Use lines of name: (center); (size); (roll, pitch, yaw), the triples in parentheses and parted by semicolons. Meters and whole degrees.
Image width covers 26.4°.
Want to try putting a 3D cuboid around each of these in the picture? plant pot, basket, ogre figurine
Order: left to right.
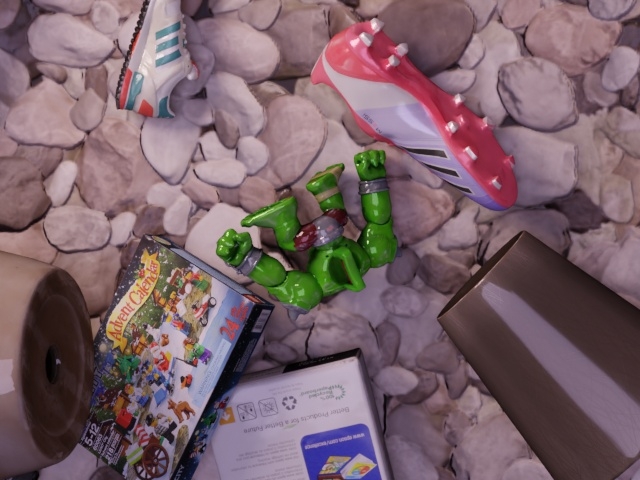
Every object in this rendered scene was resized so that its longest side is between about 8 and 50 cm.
plant pot: (-0.384, 0.119, 1.324); (0.280, 0.323, 0.323); (-2, 98, 12)
ogre figurine: (0.000, 0.000, 1.391); (0.197, 0.097, 0.118); (-34, 101, -36)
basket: (0.242, 0.111, 1.367); (0.227, 0.154, 0.204); (45, 99, 1)

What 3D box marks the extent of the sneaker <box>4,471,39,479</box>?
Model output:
sneaker: (-0.372, 0.282, 1.500); (0.089, 0.051, 0.170); (29, 95, 1)

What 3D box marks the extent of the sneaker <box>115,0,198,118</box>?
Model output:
sneaker: (-0.156, -0.202, 1.409); (0.075, 0.057, 0.161); (18, 99, -14)

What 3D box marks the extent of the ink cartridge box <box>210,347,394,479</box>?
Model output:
ink cartridge box: (0.002, 0.313, 1.460); (0.175, 0.069, 0.371); (-13, 95, 8)

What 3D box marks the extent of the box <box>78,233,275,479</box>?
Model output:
box: (-0.165, 0.132, 1.422); (0.159, 0.044, 0.233); (30, 99, 27)

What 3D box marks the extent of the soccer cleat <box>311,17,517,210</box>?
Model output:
soccer cleat: (0.098, -0.116, 1.389); (0.248, 0.083, 0.095); (45, 129, -7)
